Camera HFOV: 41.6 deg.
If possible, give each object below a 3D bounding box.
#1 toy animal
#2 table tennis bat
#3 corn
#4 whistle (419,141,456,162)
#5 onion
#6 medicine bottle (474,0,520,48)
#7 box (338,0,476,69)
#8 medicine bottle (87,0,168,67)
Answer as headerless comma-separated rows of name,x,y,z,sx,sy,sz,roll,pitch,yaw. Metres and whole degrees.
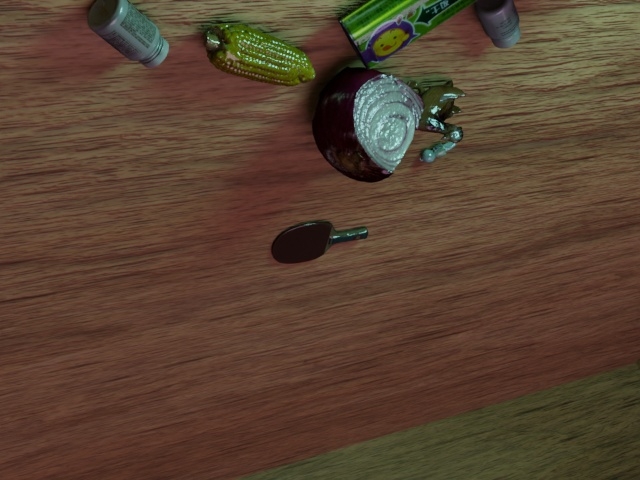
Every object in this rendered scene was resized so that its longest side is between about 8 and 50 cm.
toy animal,0.277,-0.300,1.908,0.188,0.179,0.089,-40,156,-31
table tennis bat,0.000,0.000,2.231,0.274,0.021,0.154,-9,141,-22
corn,-0.119,-0.354,1.633,0.261,0.097,0.097,10,131,-43
whistle,0.296,-0.224,2.128,0.100,0.035,0.035,-27,145,-3
onion,0.077,-0.251,1.816,0.206,0.216,0.207,42,150,-22
medicine bottle,0.387,-0.480,1.821,0.080,0.080,0.130,-34,146,9
box,0.209,-0.487,1.683,0.345,0.097,0.134,-32,153,6
medicine bottle,-0.335,-0.367,1.484,0.079,0.079,0.140,-37,144,13
